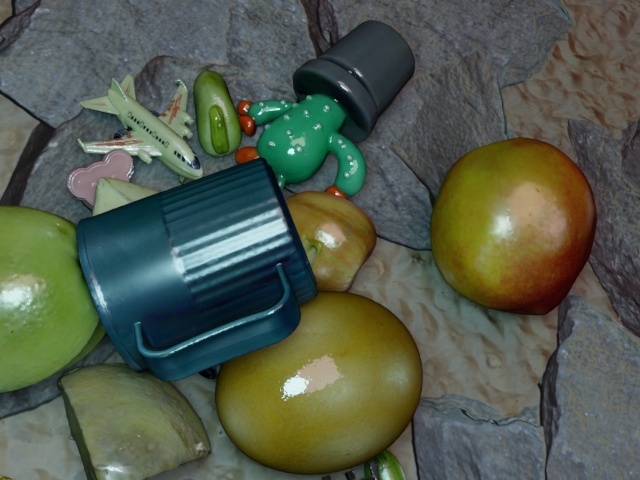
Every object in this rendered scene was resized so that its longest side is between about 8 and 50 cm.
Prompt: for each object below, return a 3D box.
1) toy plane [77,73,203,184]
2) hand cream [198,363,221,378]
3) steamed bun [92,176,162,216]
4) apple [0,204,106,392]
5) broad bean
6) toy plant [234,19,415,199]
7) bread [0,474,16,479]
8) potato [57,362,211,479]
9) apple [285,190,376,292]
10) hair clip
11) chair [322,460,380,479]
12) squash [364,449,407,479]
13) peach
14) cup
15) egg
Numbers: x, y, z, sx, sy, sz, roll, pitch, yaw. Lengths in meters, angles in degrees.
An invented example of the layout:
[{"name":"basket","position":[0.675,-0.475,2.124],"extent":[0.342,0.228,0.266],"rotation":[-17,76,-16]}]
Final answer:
[{"name":"toy plane","position":[-0.304,-0.194,1.624],"extent":[0.256,0.104,0.242],"rotation":[47,57,7]},{"name":"hand cream","position":[-0.125,0.163,1.552],"extent":[0.235,0.055,0.086],"rotation":[-35,83,-37]},{"name":"steamed bun","position":[-0.273,0.017,1.509],"extent":[0.231,0.110,0.212],"rotation":[16,76,-29]},{"name":"apple","position":[-0.446,0.088,1.324],"extent":[0.254,0.292,0.291],"rotation":[-20,71,2]},{"name":"broad bean","position":[-0.197,-0.234,1.669],"extent":[0.082,0.124,0.174],"rotation":[-16,66,-10]},{"name":"toy plant","position":[0.015,-0.235,1.716],"extent":[0.279,0.185,0.400],"rotation":[45,68,-5]},{"name":"bread","position":[-0.482,0.366,1.330],"extent":[0.083,0.036,0.046],"rotation":[23,68,-9]},{"name":"potato","position":[-0.266,0.253,1.338],"extent":[0.211,0.264,0.189],"rotation":[-14,80,-19]},{"name":"apple","position":[0.000,0.000,1.602],"extent":[0.199,0.199,0.199],"rotation":[8,63,-16]},{"name":"hair clip","position":[-0.360,-0.070,1.545],"extent":[0.123,0.102,0.138],"rotation":[-23,75,-24]},{"name":"chair","position":[0.065,0.474,1.420],"extent":[0.106,0.113,0.229],"rotation":[-9,69,-29]},{"name":"squash","position":[0.130,0.457,1.484],"extent":[0.069,0.069,0.238],"rotation":[-9,68,-23]},{"name":"peach","position":[0.355,-0.018,1.665],"extent":[0.308,0.308,0.332],"rotation":[-3,71,-21]},{"name":"cup","position":[-0.170,0.033,1.303],"extent":[0.292,0.308,0.242],"rotation":[-21,97,-2]},{"name":"egg","position":[0.000,0.223,1.422],"extent":[0.351,0.282,0.282],"rotation":[-17,72,-38]}]
